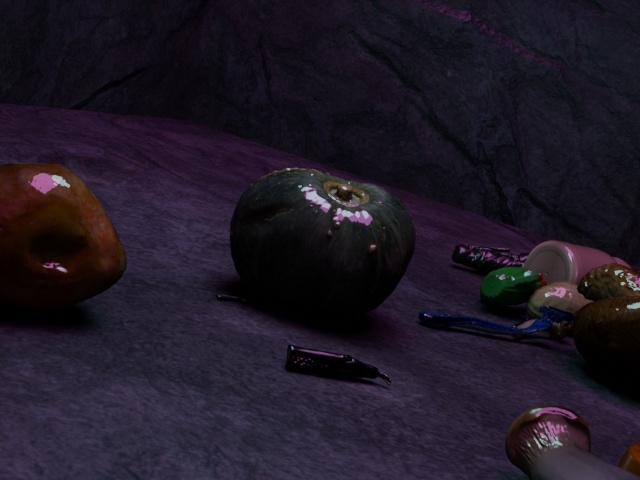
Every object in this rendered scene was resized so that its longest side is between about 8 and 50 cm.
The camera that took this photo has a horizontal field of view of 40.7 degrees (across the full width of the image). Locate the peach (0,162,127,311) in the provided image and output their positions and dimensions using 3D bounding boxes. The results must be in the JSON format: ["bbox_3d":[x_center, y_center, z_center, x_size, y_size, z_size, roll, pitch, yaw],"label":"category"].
[{"bbox_3d":[-0.385,-0.003,1.208,0.236,0.214,0.214,20,10,-14],"label":"peach"}]

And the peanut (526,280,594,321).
[{"bbox_3d":[0.596,0.161,1.970,0.275,0.111,0.125,16,30,-12],"label":"peanut"}]

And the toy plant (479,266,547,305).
[{"bbox_3d":[0.447,0.110,2.015,0.155,0.088,0.240,-19,-13,13],"label":"toy plant"}]

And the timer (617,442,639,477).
[{"bbox_3d":[0.469,0.276,1.132,0.132,0.152,0.132,15,11,-3],"label":"timer"}]

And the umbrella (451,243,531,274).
[{"bbox_3d":[0.539,0.067,2.367,0.358,0.106,0.113,15,15,-3],"label":"umbrella"}]

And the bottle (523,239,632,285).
[{"bbox_3d":[0.682,0.114,2.219,0.297,0.173,0.206,10,44,-37],"label":"bottle"}]

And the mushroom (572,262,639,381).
[{"bbox_3d":[0.658,0.179,1.668,0.345,0.239,0.345,-9,15,2],"label":"mushroom"}]

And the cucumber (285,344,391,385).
[{"bbox_3d":[0.027,0.184,1.279,0.163,0.039,0.043,10,33,-16],"label":"cucumber"}]

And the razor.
[{"bbox_3d":[0.347,0.165,1.741,0.324,0.056,0.093,0,5,-18],"label":"razor"}]

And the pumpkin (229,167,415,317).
[{"bbox_3d":[0.000,0.000,1.574,0.328,0.257,0.291,25,26,13],"label":"pumpkin"}]

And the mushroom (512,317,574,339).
[{"bbox_3d":[0.466,0.189,1.838,0.187,0.061,0.060,-6,30,-32],"label":"mushroom"}]

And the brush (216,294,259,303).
[{"bbox_3d":[-0.144,0.102,1.512,0.083,0.008,0.024,10,16,-28],"label":"brush"}]

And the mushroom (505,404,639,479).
[{"bbox_3d":[0.314,0.301,0.965,0.159,0.122,0.328,50,3,-17],"label":"mushroom"}]
